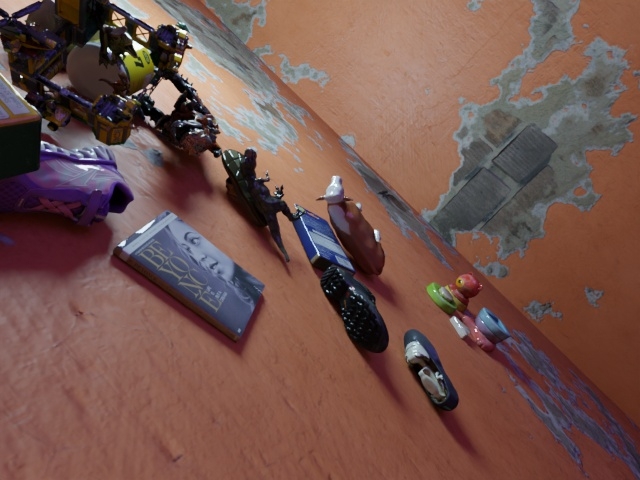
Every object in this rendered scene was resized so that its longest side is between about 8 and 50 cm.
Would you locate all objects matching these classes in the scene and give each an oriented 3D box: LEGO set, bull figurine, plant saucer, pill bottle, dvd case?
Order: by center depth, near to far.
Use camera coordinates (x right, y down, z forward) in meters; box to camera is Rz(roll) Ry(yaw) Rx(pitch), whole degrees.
[{"bbox_3d":[-0.197,0.049,0.668,0.221,0.018,0.164,39,21,-10],"label":"dvd case"},{"bbox_3d":[-0.359,-0.347,0.687,0.255,0.192,0.331,35,56,-14],"label":"LEGO set"},{"bbox_3d":[-0.456,-0.256,0.800,0.083,0.013,0.083,36,21,-16],"label":"plant saucer"},{"bbox_3d":[-0.437,-0.379,0.895,0.119,0.119,0.208,36,29,-18],"label":"pill bottle"},{"bbox_3d":[0.097,-0.043,1.200,0.310,0.101,0.188,63,19,-8],"label":"bull figurine"}]

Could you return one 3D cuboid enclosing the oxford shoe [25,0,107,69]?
[{"bbox_3d":[-0.517,-0.471,0.943,0.123,0.130,0.348,38,21,-13],"label":"oxford shoe"}]

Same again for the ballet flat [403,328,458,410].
[{"bbox_3d":[0.237,0.284,0.925,0.074,0.074,0.203,22,31,-44],"label":"ballet flat"}]

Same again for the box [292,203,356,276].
[{"bbox_3d":[0.000,0.000,1.093,0.136,0.036,0.225,26,26,-38],"label":"box"}]

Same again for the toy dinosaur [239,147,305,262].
[{"bbox_3d":[-0.105,-0.081,0.944,0.118,0.064,0.268,-19,83,-55],"label":"toy dinosaur"}]

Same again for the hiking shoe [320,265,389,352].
[{"bbox_3d":[0.096,0.147,0.910,0.114,0.086,0.227,15,33,-46],"label":"hiking shoe"}]

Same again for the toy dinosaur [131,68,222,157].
[{"bbox_3d":[-0.315,-0.274,0.947,0.218,0.164,0.322,42,-11,-21],"label":"toy dinosaur"}]

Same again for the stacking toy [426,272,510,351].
[{"bbox_3d":[0.547,0.236,1.495,0.279,0.130,0.309,22,28,-44],"label":"stacking toy"}]

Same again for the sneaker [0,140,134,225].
[{"bbox_3d":[-0.337,-0.064,0.540,0.104,0.095,0.236,51,20,0],"label":"sneaker"}]

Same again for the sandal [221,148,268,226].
[{"bbox_3d":[-0.185,-0.122,0.980,0.090,0.060,0.219,-12,72,-58],"label":"sandal"}]

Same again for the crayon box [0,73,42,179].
[{"bbox_3d":[-0.449,-0.107,0.325,0.203,0.083,0.323,46,41,8],"label":"crayon box"}]
